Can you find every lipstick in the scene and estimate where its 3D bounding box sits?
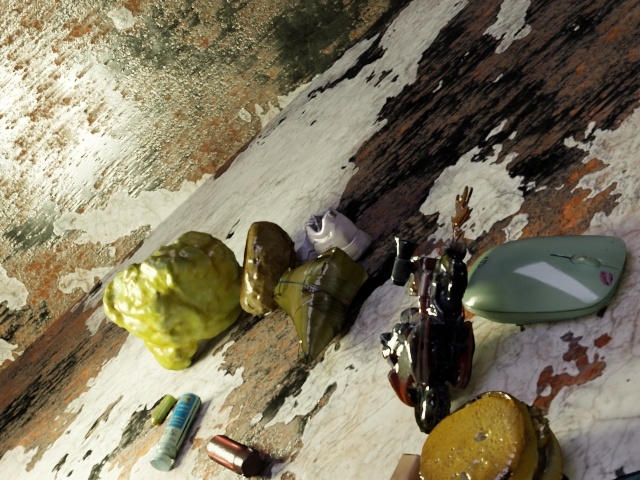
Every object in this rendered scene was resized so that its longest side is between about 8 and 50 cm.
[{"bbox_3d":[0.113,0.383,1.241,0.045,0.045,0.145,-17,34,53],"label":"lipstick"}]

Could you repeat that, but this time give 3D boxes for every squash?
[{"bbox_3d":[-0.389,0.419,2.108,0.027,0.027,0.083,-10,40,56],"label":"squash"}]

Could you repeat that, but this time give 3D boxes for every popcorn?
[{"bbox_3d":[-0.346,0.145,2.177,0.334,0.292,0.293,-37,-4,6],"label":"popcorn"}]

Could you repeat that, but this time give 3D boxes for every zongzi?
[{"bbox_3d":[-0.044,0.169,1.826,0.260,0.123,0.289,-24,33,51],"label":"zongzi"}]

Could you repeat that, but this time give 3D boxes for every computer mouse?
[{"bbox_3d":[0.343,0.050,1.368,0.288,0.097,0.159,-15,34,53],"label":"computer mouse"}]

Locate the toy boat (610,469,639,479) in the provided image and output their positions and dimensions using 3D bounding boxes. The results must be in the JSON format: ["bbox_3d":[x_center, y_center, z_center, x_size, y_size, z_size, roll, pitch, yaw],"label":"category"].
[{"bbox_3d":[0.305,0.336,0.866,0.309,0.129,0.142,-43,10,3],"label":"toy boat"}]

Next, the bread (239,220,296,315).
[{"bbox_3d":[-0.128,0.069,2.073,0.230,0.123,0.229,-175,90,-80],"label":"bread"}]

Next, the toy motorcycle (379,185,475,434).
[{"bbox_3d":[0.178,0.101,1.393,0.207,0.134,0.400,-177,94,-72],"label":"toy motorcycle"}]

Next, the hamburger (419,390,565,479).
[{"bbox_3d":[0.226,0.288,1.115,0.182,0.118,0.191,-20,36,41],"label":"hamburger"}]

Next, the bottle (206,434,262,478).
[{"bbox_3d":[-0.164,0.418,1.664,0.060,0.060,0.164,-53,23,-19],"label":"bottle"}]

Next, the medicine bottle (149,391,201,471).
[{"bbox_3d":[-0.327,0.431,1.942,0.051,0.051,0.191,-27,27,39],"label":"medicine bottle"}]

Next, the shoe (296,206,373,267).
[{"bbox_3d":[0.000,0.000,2.021,0.245,0.137,0.095,-20,28,47],"label":"shoe"}]
